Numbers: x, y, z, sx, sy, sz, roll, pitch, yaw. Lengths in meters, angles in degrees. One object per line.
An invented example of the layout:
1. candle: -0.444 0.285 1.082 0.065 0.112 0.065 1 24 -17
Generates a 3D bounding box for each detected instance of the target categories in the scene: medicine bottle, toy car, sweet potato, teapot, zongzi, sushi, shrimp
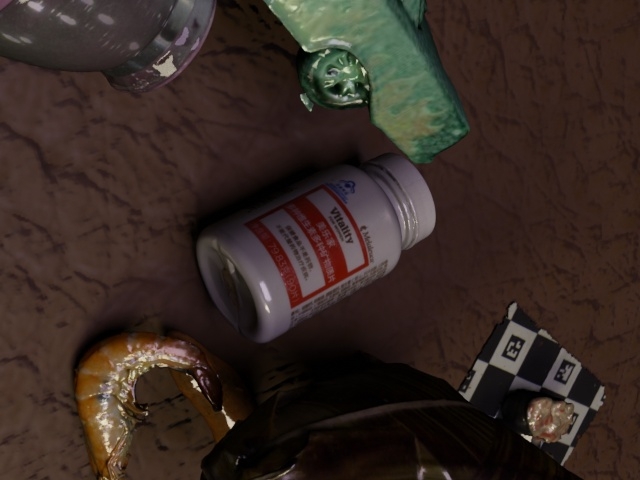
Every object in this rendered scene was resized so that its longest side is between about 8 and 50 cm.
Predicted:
1. medicine bottle: 0.000 0.000 0.654 0.140 0.079 0.079 -27 123 -26
2. toy car: -0.016 -0.179 0.512 0.097 0.141 0.320 -26 138 18
3. sweet potato: -0.057 0.121 0.685 0.044 0.044 0.179 -38 126 -20
4. teapot: -0.121 -0.142 0.504 0.116 0.148 0.146 -33 145 21
5. zongzi: 0.070 0.160 0.623 0.248 0.241 0.111 -5 113 -63
6. sushi: 0.165 0.185 0.881 0.193 0.040 0.210 38 83 -41
7. shrimp: -0.107 0.113 0.639 0.091 0.025 0.127 6 113 -12
